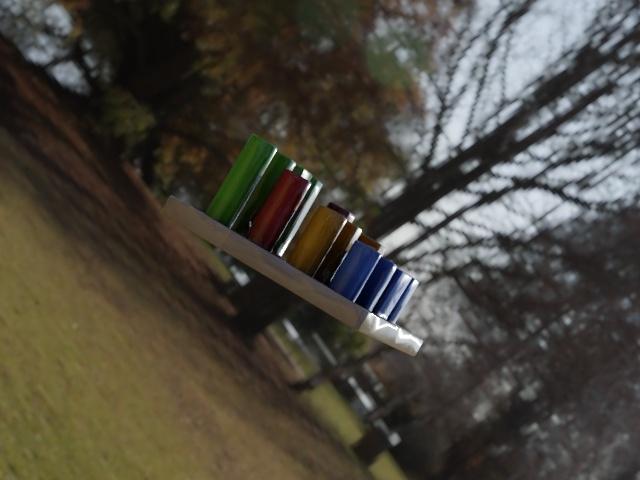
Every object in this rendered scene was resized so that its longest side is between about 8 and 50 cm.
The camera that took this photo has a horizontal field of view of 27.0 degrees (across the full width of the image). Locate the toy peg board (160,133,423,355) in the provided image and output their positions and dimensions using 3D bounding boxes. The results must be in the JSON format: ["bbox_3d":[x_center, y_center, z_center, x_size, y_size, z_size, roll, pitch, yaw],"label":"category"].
[{"bbox_3d":[0.000,0.000,0.927,0.160,0.079,0.161,30,-1,21],"label":"toy peg board"}]
